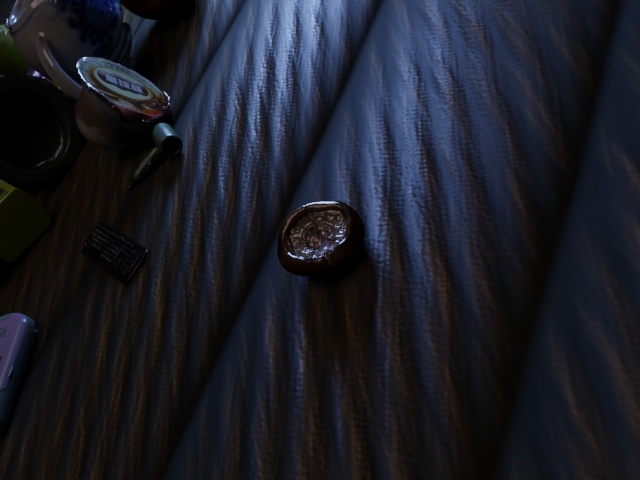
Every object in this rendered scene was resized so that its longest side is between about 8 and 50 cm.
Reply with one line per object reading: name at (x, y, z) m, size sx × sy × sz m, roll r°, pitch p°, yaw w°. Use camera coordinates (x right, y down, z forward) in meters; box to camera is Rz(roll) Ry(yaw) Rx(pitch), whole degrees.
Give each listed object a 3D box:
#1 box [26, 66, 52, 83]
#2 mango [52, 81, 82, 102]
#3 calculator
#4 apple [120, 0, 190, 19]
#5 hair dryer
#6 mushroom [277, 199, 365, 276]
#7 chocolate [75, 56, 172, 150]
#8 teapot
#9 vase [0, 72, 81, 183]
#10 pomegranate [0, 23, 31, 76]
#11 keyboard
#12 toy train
box at (-0.690, -0.463, 1.566) m, size 0.069 × 0.120 × 0.224 m, roll -13°, pitch 54°, yaw 31°
mango at (-0.607, -0.431, 1.489) m, size 0.125 × 0.111 × 0.233 m, roll -25°, pitch 47°, yaw 26°
calculator at (-0.568, 0.241, 1.022) m, size 0.141 × 0.045 × 0.246 m, roll -17°, pitch 52°, yaw 26°
apple at (-0.408, -0.652, 1.432) m, size 0.218 × 0.218 × 0.201 m, roll -25°, pitch 50°, yaw 19°
hair dryer at (-0.329, -0.154, 1.147) m, size 0.150 × 0.047 × 0.071 m, roll -52°, pitch 42°, yaw 8°
mushroom at (0.000, 0.000, 0.784) m, size 0.123 × 0.052 × 0.123 m, roll -13°, pitch 53°, yaw 18°
chocolate at (-0.415, -0.255, 1.201) m, size 0.147 × 0.221 × 0.221 m, roll -58°, pitch 40°, yaw 24°
teapot at (-0.539, -0.465, 1.345) m, size 0.252 × 0.280 × 0.424 m, roll -34°, pitch 49°, yaw 26°
vase at (-0.732, -0.244, 1.374) m, size 0.291 × 0.245 × 0.245 m, roll 1°, pitch 60°, yaw 43°
pomegranate at (-0.843, -0.492, 1.647) m, size 0.358 × 0.216 × 0.310 m, roll -34°, pitch 31°, yaw -34°
keyboard at (-0.378, 0.018, 1.067) m, size 0.196 × 0.015 × 0.074 m, roll 23°, pitch 75°, yaw 44°
toy train at (-0.769, -0.037, 1.302) m, size 0.369 × 0.150 × 0.237 m, roll 20°, pitch 64°, yaw 43°
